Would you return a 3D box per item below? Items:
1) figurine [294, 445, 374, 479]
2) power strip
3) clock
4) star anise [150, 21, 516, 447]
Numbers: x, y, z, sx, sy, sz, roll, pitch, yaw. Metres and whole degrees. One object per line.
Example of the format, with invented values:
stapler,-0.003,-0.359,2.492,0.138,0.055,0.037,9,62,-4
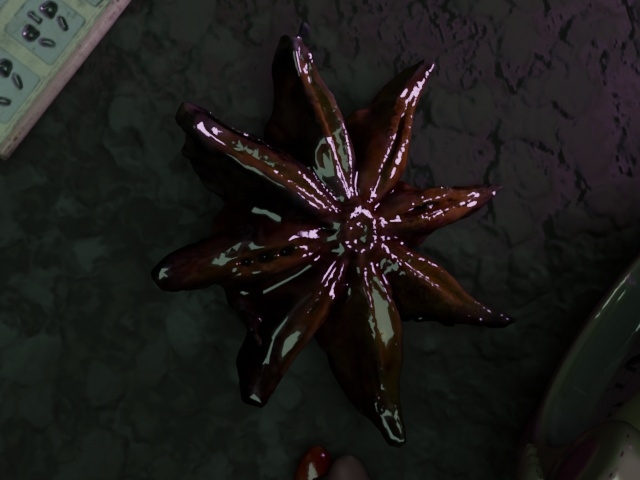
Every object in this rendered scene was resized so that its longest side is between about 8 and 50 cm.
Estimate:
figurine,0.015,0.177,1.217,0.067,0.071,0.083,3,102,-49
power strip,-0.158,-0.175,1.200,0.092,0.034,0.268,38,87,-6
clock,0.224,0.067,1.118,0.114,0.309,0.284,36,87,-5
star anise,0.000,0.000,1.204,0.272,0.102,0.272,5,81,-33
